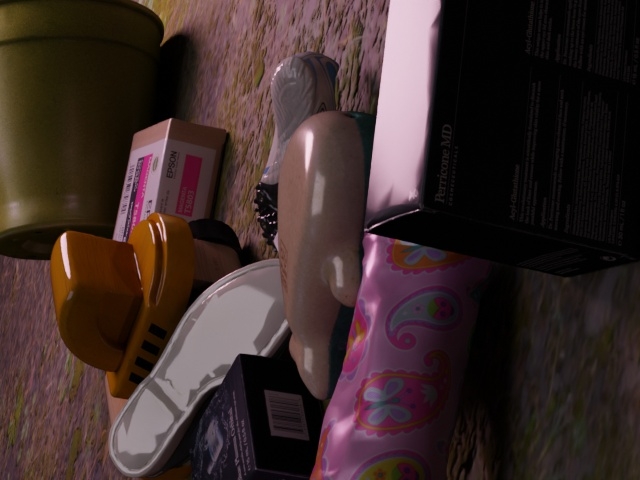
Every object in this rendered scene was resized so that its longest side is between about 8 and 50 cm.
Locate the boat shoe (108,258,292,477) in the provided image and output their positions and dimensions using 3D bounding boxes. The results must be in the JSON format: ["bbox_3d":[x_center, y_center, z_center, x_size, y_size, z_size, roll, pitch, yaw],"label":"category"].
[{"bbox_3d":[-0.113,0.147,1.604,0.319,0.099,0.116,-49,59,14],"label":"boat shoe"}]

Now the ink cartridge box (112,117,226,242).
[{"bbox_3d":[-0.222,-0.044,1.988,0.193,0.088,0.234,170,111,-66],"label":"ink cartridge box"}]

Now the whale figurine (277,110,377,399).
[{"bbox_3d":[0.034,0.013,1.336,0.216,0.141,0.272,-124,37,-68],"label":"whale figurine"}]

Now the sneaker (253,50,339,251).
[{"bbox_3d":[-0.018,-0.096,1.585,0.085,0.086,0.237,26,116,39],"label":"sneaker"}]

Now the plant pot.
[{"bbox_3d":[-0.418,-0.161,2.223,0.366,0.366,0.353,-30,63,60],"label":"plant pot"}]

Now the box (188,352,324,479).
[{"bbox_3d":[-0.066,0.232,1.483,0.156,0.093,0.158,-102,32,-45],"label":"box"}]

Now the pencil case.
[{"bbox_3d":[0.067,0.126,1.157,0.124,0.124,0.284,-29,43,60],"label":"pencil case"}]

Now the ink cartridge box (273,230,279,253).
[{"bbox_3d":[0.000,0.000,1.501,0.088,0.052,0.122,-67,27,23],"label":"ink cartridge box"}]

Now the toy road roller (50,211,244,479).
[{"bbox_3d":[-0.230,0.118,1.725,0.329,0.240,0.202,-65,26,27],"label":"toy road roller"}]

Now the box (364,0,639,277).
[{"bbox_3d":[0.146,-0.120,1.062,0.103,0.184,0.261,-20,59,63],"label":"box"}]
